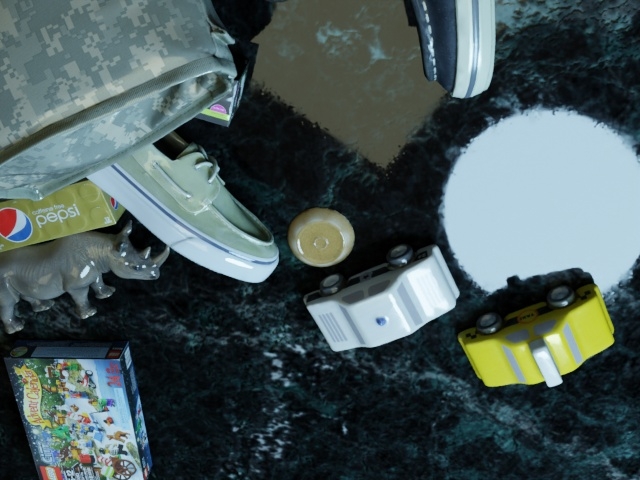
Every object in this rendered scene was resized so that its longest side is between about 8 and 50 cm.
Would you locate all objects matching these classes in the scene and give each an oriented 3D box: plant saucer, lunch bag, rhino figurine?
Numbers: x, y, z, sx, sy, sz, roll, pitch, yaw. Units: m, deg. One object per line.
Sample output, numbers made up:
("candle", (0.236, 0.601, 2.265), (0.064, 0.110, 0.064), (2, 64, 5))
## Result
("plant saucer", (0.000, 0.000, 0.862), (0.083, 0.015, 0.083), (2, 118, 3))
("lunch bag", (-0.229, -0.197, 0.649), (0.287, 0.169, 0.235), (-23, 87, 16))
("rhino figurine", (-0.301, 0.037, 0.867), (0.243, 0.073, 0.106), (-13, 119, 9))

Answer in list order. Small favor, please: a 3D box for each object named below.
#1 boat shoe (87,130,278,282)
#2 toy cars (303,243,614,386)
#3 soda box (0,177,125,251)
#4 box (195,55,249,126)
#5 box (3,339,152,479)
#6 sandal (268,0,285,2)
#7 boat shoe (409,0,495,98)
("boat shoe", (-0.163, -0.066, 0.787), (0.302, 0.109, 0.094), (36, 112, -12))
("toy cars", (0.174, 0.109, 0.869), (0.393, 0.087, 0.176), (14, 118, -4))
("soda box", (-0.327, -0.038, 0.836), (0.181, 0.058, 0.061), (-13, 116, 10))
("box", (-0.114, -0.164, 0.742), (0.062, 0.083, 0.052), (14, 118, -5))
("box", (-0.338, 0.248, 0.997), (0.159, 0.044, 0.233), (-1, 118, 3))
("sandal", (-0.047, -0.322, 0.678), (0.067, 0.040, 0.179), (-3, 118, 5))
("boat shoe", (0.025, -0.349, 0.583), (0.156, 0.187, 0.500), (-20, 109, 12))
